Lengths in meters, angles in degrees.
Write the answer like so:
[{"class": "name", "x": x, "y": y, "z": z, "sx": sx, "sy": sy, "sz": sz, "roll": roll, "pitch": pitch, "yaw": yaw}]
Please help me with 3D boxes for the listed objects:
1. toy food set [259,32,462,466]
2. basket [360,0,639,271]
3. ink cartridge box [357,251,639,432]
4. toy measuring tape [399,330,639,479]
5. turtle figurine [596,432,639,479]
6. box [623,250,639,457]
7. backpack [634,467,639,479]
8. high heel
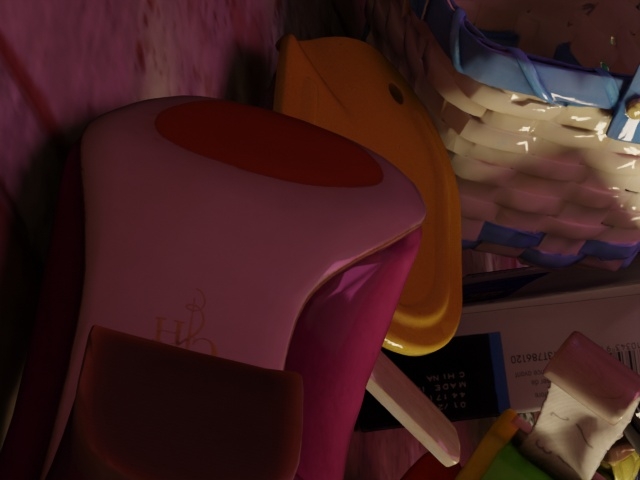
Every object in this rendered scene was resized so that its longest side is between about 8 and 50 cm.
[{"class": "toy food set", "x": 0.000, "y": 0.000, "z": 0.856, "sx": 0.128, "sy": 0.071, "sz": 0.218, "roll": 41, "pitch": 34, "yaw": -30}, {"class": "basket", "x": 0.133, "y": -0.150, "z": 0.987, "sx": 0.255, "sy": 0.201, "sz": 0.289, "roll": -102, "pitch": -158, "yaw": -45}, {"class": "ink cartridge box", "x": 0.134, "y": 0.051, "z": 1.102, "sx": 0.332, "sy": 0.165, "sz": 0.065, "roll": -15, "pitch": 96, "yaw": -73}, {"class": "toy measuring tape", "x": 0.077, "y": 0.139, "z": 0.866, "sx": 0.330, "sy": 0.121, "sz": 0.121, "roll": 95, "pitch": -7, "yaw": -70}, {"class": "turtle figurine", "x": 0.204, "y": 0.149, "z": 1.446, "sx": 0.269, "sy": 0.087, "sz": 0.217, "roll": -55, "pitch": 134, "yaw": -68}, {"class": "box", "x": 0.269, "y": 0.136, "z": 1.321, "sx": 0.290, "sy": 0.087, "sz": 0.169, "roll": 55, "pitch": 1, "yaw": -32}, {"class": "backpack", "x": 0.287, "y": 0.163, "z": 1.675, "sx": 0.173, "sy": 0.116, "sz": 0.158, "roll": 107, "pitch": -14, "yaw": -79}, {"class": "high heel", "x": -0.051, "y": 0.072, "z": 0.621, "sx": 0.377, "sy": 0.127, "sz": 0.181, "roll": -67, "pitch": 174, "yaw": -70}]
